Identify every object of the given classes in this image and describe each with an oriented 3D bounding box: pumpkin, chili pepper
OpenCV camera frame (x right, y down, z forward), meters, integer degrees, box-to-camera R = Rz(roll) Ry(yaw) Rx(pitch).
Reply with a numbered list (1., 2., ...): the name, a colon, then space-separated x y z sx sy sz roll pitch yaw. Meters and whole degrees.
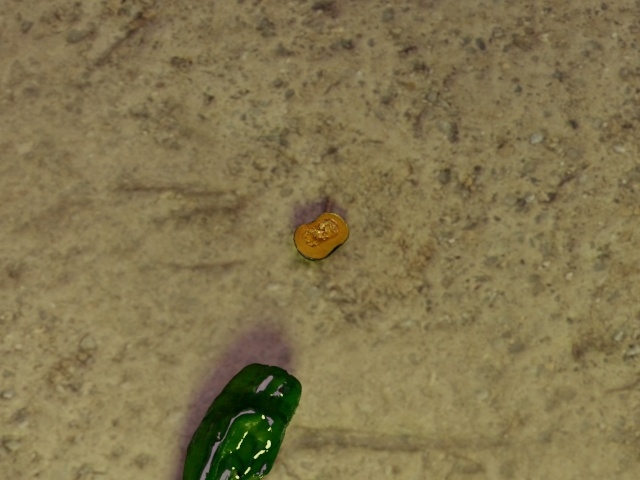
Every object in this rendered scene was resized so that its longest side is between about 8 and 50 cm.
1. pumpkin: -0.001 0.000 1.913 0.083 0.028 0.050 -30 75 -31
2. chili pepper: -0.103 0.250 1.760 0.099 0.083 0.253 27 68 -11
